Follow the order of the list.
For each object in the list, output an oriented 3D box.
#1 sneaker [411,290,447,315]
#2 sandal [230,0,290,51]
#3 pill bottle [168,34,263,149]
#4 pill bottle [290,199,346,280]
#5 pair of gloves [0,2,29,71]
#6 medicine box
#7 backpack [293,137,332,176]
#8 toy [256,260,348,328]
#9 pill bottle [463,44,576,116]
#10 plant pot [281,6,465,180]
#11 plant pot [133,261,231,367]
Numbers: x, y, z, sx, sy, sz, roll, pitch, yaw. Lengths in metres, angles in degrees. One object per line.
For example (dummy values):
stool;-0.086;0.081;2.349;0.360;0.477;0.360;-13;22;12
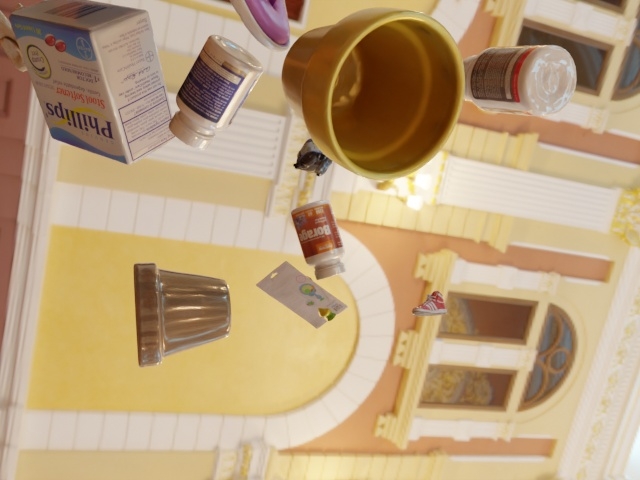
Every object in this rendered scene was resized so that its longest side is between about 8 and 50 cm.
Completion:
sneaker;0.293;0.171;1.717;0.042;0.118;0.067;-27;-115;51
sandal;-0.115;-0.530;1.055;0.102;0.169;0.416;-15;-88;31
pill bottle;-0.196;-0.264;1.142;0.186;0.112;0.112;-54;-150;22
pill bottle;0.000;0.000;1.812;0.121;0.121;0.216;-24;-97;67
pair of gloves;-0.678;-0.458;1.467;0.240;0.204;0.042;10;-126;33
medicine box;-0.473;-0.341;1.329;0.263;0.149;0.289;19;-47;29
backpack;-0.014;-0.265;1.933;0.114;0.105;0.084;138;-36;-58
toy;-0.049;0.147;1.803;0.137;0.237;0.056;-39;-158;31
pill bottle;0.508;-0.431;1.691;0.318;0.176;0.176;31;-68;61
plant pot;0.060;-0.249;1.021;0.239;0.254;0.254;36;-63;53
plant pot;-0.349;0.180;1.586;0.263;0.229;0.263;178;-90;-73
